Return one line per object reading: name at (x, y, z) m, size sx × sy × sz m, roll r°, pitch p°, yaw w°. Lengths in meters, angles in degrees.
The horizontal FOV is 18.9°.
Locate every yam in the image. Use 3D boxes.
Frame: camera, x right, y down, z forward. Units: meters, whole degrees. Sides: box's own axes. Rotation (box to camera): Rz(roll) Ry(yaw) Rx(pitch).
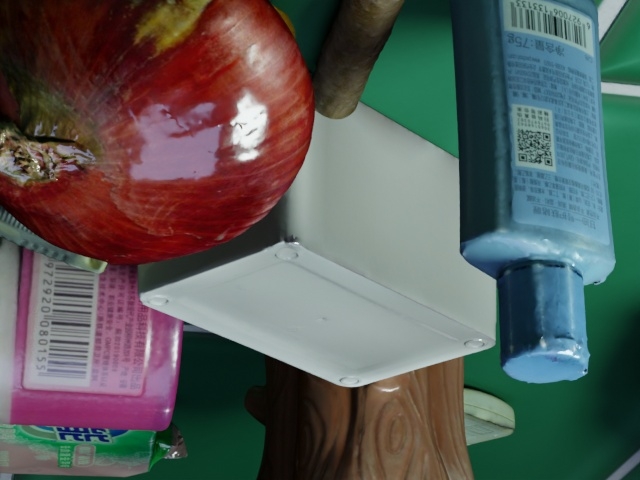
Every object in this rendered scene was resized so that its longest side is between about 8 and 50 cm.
yam at (0.045, -0.163, 1.165) m, size 0.045 × 0.045 × 0.327 m, roll -25°, pitch 165°, yaw -22°

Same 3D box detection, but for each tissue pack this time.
tissue pack at (0.001, 0.000, 1.408) m, size 0.159 × 0.136 × 0.246 m, roll -19°, pitch 150°, yaw 36°

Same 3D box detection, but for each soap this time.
soap at (-0.221, 0.141, 1.764) m, size 0.218 × 0.098 × 0.273 m, roll -2°, pitch 158°, yaw -10°

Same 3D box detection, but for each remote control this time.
remote control at (0.084, 0.194, 1.948) m, size 0.233 × 0.038 × 0.098 m, roll -21°, pitch 147°, yaw 40°

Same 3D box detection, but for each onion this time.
onion at (-0.124, -0.083, 1.154) m, size 0.248 × 0.161 × 0.248 m, roll 14°, pitch 151°, yaw 8°

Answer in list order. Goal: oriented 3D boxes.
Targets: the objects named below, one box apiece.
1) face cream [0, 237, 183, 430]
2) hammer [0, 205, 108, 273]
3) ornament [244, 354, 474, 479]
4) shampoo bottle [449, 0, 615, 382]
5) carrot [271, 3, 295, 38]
face cream at (-0.207, 0.057, 1.486) m, size 0.195 × 0.175 × 0.175 m, roll 5°, pitch 155°, yaw -9°
hammer at (-0.246, -0.040, 1.351) m, size 0.226 × 0.041 × 0.159 m, roll 24°, pitch 149°, yaw -3°
ornament at (0.034, 0.165, 1.666) m, size 0.221 × 0.217 × 0.235 m, roll -11°, pitch 154°, yaw 22°
shampoo bottle at (0.129, -0.040, 1.170) m, size 0.104 × 0.258 × 0.061 m, roll 14°, pitch 151°, yaw -26°
carrot at (-0.135, -0.084, 1.311) m, size 0.066 × 0.066 × 0.314 m, roll 21°, pitch 148°, yaw -38°
